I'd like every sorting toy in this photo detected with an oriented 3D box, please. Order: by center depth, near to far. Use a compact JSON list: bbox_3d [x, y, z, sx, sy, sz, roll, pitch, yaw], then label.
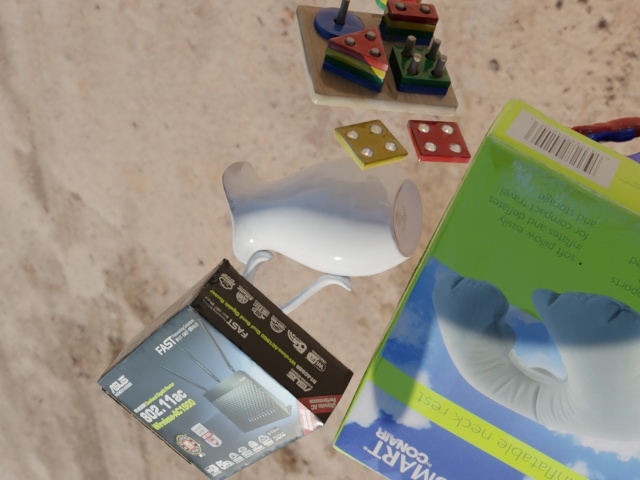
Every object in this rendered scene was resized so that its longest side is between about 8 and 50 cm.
[{"bbox_3d":[0.053,-0.169,0.933,0.046,0.132,0.274,108,160,-44],"label":"sorting toy"}]

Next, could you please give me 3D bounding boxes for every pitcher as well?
[{"bbox_3d":[0.000,0.000,1.126,0.207,0.125,0.177,1,96,28],"label":"pitcher"}]

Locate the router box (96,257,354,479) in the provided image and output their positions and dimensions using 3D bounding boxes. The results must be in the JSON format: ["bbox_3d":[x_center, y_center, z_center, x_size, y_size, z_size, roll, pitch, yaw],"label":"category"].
[{"bbox_3d":[-0.054,0.074,0.561,0.092,0.038,0.122,42,137,-8],"label":"router box"}]

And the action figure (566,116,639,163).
[{"bbox_3d":[0.245,-0.036,0.695,0.280,0.139,0.091,13,107,61],"label":"action figure"}]

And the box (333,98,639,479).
[{"bbox_3d":[0.077,0.049,0.393,0.109,0.042,0.178,29,126,9],"label":"box"}]
